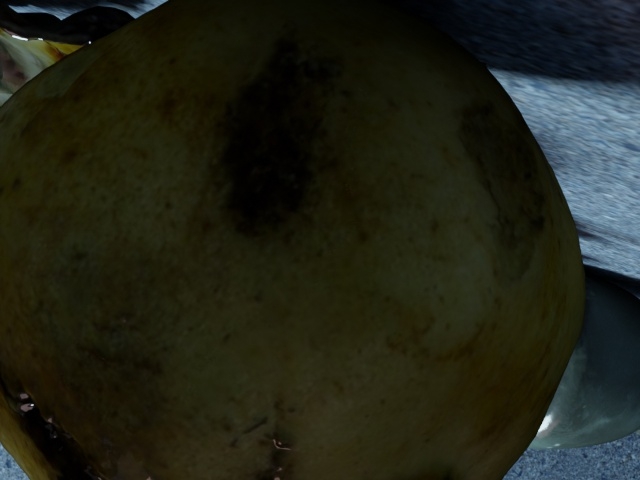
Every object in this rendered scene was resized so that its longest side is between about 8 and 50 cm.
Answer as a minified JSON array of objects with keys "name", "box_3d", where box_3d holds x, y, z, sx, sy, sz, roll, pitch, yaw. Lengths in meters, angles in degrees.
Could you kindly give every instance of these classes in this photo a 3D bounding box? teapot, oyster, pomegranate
[{"name":"teapot","box_3d":[0.372,0.126,1.391,0.285,0.305,0.223,12,-143,-24]},{"name":"oyster","box_3d":[-0.246,-0.129,0.738,0.221,0.096,0.361,13,180,-24]},{"name":"pomegranate","box_3d":[-0.019,0.020,0.487,0.261,0.260,0.260,18,178,1]}]
